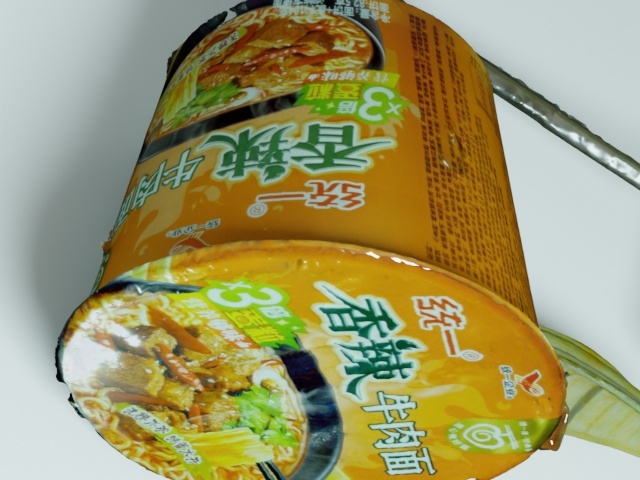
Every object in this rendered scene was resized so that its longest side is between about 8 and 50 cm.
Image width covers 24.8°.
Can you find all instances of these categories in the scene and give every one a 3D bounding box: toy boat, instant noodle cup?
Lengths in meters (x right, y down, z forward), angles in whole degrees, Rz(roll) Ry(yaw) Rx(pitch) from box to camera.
[{"bbox_3d":[0.120,0.088,0.822,0.172,0.065,0.066,16,49,-18],"label":"toy boat"},{"bbox_3d":[0.000,0.000,0.708,0.230,0.230,0.182,20,52,-21],"label":"instant noodle cup"}]

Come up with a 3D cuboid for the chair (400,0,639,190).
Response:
[{"bbox_3d":[0.229,-0.229,0.844,0.362,0.364,0.410,33,47,-1],"label":"chair"}]
